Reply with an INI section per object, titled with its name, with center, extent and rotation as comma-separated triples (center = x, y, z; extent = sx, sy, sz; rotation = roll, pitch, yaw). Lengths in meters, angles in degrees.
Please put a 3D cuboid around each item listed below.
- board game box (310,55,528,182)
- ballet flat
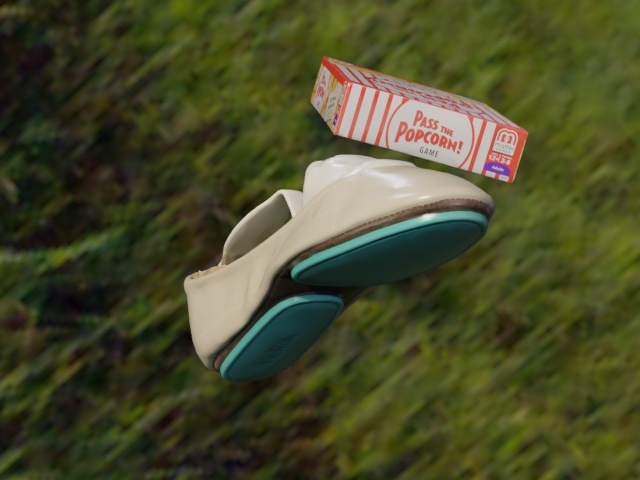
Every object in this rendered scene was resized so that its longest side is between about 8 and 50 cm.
[board game box]
center = 0.075, -0.099, 1.569
extent = 0.146, 0.045, 0.193
rotation = 15, 9, -9
[ballet flat]
center = 0.000, 0.000, 1.042
extent = 0.086, 0.248, 0.086
rotation = 17, 58, -29
